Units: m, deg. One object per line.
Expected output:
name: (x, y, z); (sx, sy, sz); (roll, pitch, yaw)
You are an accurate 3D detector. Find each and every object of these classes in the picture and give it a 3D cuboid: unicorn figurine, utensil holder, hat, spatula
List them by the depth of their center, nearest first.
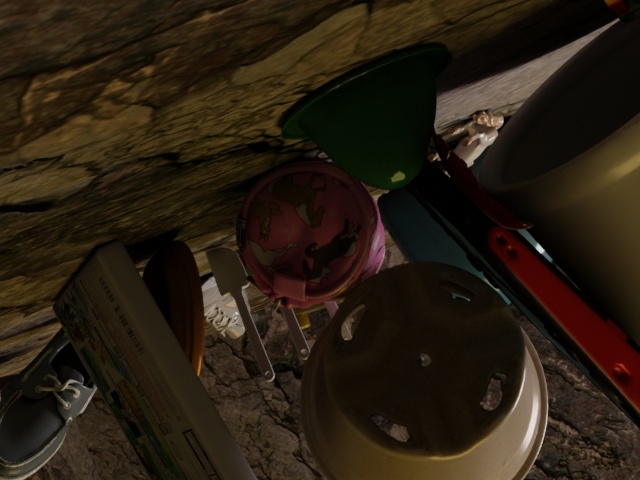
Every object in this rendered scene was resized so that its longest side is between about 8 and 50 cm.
hat: (0.076, -0.056, 0.962); (0.173, 0.183, 0.208); (-27, 174, 13)
utensil holder: (0.411, -0.026, 1.135); (0.327, 0.385, 0.327); (-40, -167, 11)
unicorn figurine: (0.198, -0.127, 1.507); (0.162, 0.060, 0.111); (-28, 173, 42)
spatula: (-0.054, 0.076, 1.544); (0.168, 0.242, 0.019); (-21, 146, -7)

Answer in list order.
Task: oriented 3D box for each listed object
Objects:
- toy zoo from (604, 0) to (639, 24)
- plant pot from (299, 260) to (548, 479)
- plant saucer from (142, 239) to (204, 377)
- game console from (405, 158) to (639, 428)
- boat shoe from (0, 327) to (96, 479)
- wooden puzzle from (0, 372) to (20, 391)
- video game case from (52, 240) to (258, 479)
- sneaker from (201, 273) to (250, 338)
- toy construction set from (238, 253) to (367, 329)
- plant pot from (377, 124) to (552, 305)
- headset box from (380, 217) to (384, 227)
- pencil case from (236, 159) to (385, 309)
toy zoo: (0.331, -0.259, 0.928); (0.192, 0.030, 0.293); (-26, 175, 21)
plant pot: (0.126, 0.169, 1.306); (0.334, 0.333, 0.305); (-24, 162, -3)
plant saucer: (-0.189, 0.099, 1.335); (0.037, 0.200, 0.200); (-1, 166, -23)
game console: (0.204, 0.042, 1.095); (0.060, 0.342, 0.386); (-48, -158, 5)
boat shoe: (-0.381, 0.204, 1.543); (0.099, 0.116, 0.319); (-54, -177, 44)
wooden puzzle: (-0.618, 0.304, 1.735); (0.322, 0.080, 0.348); (-15, -177, 39)
video game case: (-0.206, 0.183, 1.296); (0.036, 0.329, 0.300); (-30, 178, -28)
sneaker: (-0.184, 0.127, 1.996); (0.099, 0.121, 0.262); (-27, 174, 16)
toy construction set: (0.005, 0.088, 1.821); (0.257, 0.237, 0.309); (-23, 175, -14)
plant pot: (0.274, -0.045, 1.688); (0.255, 0.271, 0.272); (-40, 170, 17)
headset box: (0.119, -0.035, 2.244); (0.062, 0.032, 0.083); (-26, 176, 23)
pencil case: (0.000, 0.000, 1.348); (0.167, 0.160, 0.386); (-24, 176, 5)
